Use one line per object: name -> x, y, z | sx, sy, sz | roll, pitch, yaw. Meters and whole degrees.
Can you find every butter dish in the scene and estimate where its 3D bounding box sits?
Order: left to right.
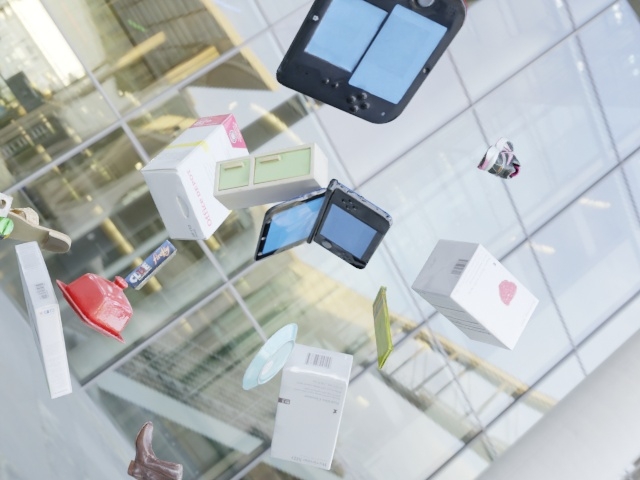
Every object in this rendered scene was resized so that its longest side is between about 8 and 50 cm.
butter dish -> -0.483, 0.130, 1.581 | 0.160, 0.118, 0.160 | 40, -9, 33

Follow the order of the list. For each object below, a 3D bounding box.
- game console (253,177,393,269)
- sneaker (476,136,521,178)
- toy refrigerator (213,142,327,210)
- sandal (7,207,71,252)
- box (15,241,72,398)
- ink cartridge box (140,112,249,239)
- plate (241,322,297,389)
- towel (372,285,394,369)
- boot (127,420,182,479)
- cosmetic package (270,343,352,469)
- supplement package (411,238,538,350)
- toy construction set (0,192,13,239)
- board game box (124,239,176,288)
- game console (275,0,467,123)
game console -> 0.000, 0.000, 1.696 | 0.250, 0.173, 0.293 | 33, -27, 5
sneaker -> 0.384, -0.161, 1.479 | 0.077, 0.178, 0.072 | 36, -59, 11
toy refrigerator -> -0.124, -0.156, 1.726 | 0.094, 0.270, 0.102 | 46, 41, -57
sandal -> -0.772, -0.047, 1.856 | 0.240, 0.088, 0.079 | 28, 36, -33
box -> -0.672, 0.196, 1.714 | 0.232, 0.059, 0.322 | 53, -35, 39
ink cartridge box -> -0.402, -0.220, 2.404 | 0.161, 0.384, 0.279 | 0, -55, 28
plate -> -0.107, 0.271, 1.609 | 0.024, 0.188, 0.188 | 36, -20, 18
towel -> 0.181, 0.251, 2.055 | 0.237, 0.021, 0.102 | -92, -166, -45
boot -> -0.285, 0.389, 1.261 | 0.114, 0.106, 0.037 | 9, -9, 32
cosmetic package -> -0.032, 0.544, 2.302 | 0.156, 0.217, 0.384 | -71, 170, -62
supplement package -> 0.439, 0.152, 1.994 | 0.293, 0.177, 0.175 | 39, -15, -27
toy construction set -> -0.742, -0.034, 1.338 | 0.237, 0.308, 0.257 | 17, -34, 20
board game box -> -0.504, 0.076, 2.105 | 0.042, 0.165, 0.243 | 46, -12, -5
game console -> 0.122, -0.472, 1.676 | 0.386, 0.342, 0.060 | -55, -148, 34
